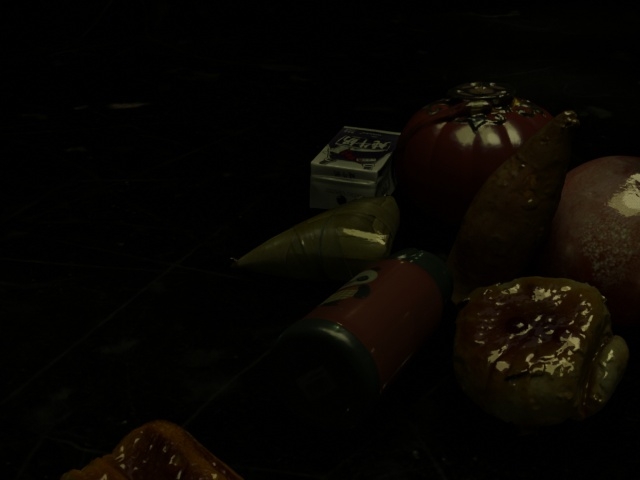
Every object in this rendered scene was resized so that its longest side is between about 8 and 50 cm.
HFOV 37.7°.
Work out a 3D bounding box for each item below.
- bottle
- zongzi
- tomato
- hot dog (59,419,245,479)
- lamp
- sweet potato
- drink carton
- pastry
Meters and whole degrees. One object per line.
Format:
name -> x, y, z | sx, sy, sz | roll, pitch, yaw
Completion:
bottle -> 0.074, 0.113, 1.244 | 0.144, 0.144, 0.336 | 13, 25, 25
zongzi -> 0.000, 0.000, 1.532 | 0.256, 0.115, 0.228 | -5, 20, 13
tomato -> 0.450, -0.008, 1.394 | 0.270, 0.227, 0.270 | 5, 32, -3
hot dog -> -0.111, 0.296, 0.871 | 0.158, 0.117, 0.349 | -27, 38, -36
lamp -> 0.281, -0.142, 1.644 | 0.303, 0.257, 0.303 | -2, 24, 1
sweet potato -> 0.269, -0.037, 1.334 | 0.131, 0.337, 0.131 | 15, 30, -9
drink carton -> 0.075, -0.135, 1.815 | 0.134, 0.102, 0.222 | 11, 29, 16
pastry -> 0.267, 0.133, 1.181 | 0.218, 0.100, 0.229 | -38, 39, -24
